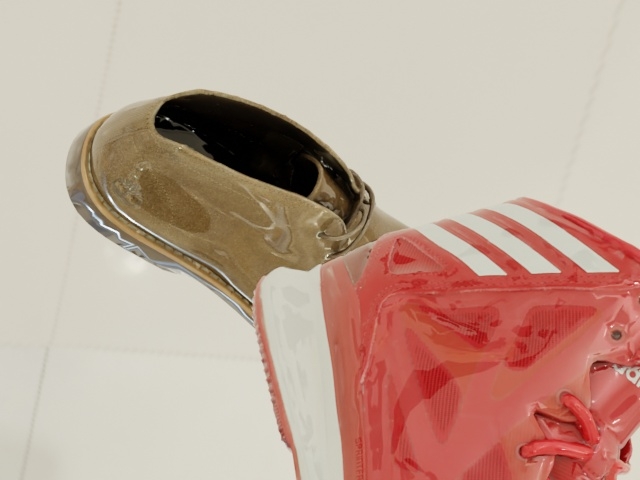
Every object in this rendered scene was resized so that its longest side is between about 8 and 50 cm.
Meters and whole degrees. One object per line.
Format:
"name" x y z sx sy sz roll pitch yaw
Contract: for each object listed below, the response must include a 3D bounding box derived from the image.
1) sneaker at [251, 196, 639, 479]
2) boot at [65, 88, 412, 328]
"sneaker" 0.061 0.071 0.417 0.128 0.221 0.087 -26 144 11
"boot" 0.000 0.000 0.926 0.305 0.115 0.112 26 61 -27
